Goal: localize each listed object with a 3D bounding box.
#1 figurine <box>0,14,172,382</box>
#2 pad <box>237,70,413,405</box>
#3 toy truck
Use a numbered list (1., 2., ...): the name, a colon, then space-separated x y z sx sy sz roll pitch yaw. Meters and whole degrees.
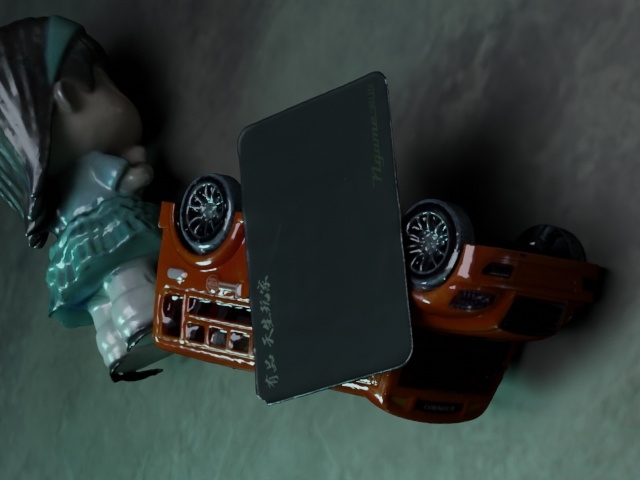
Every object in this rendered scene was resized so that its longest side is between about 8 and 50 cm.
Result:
1. figurine: -0.157 -0.028 1.272 0.245 0.110 0.138 64 145 20
2. pad: 0.000 0.000 1.029 0.112 0.003 0.157 -20 68 41
3. toy truck: 0.024 0.032 1.079 0.253 0.107 0.114 10 90 45
